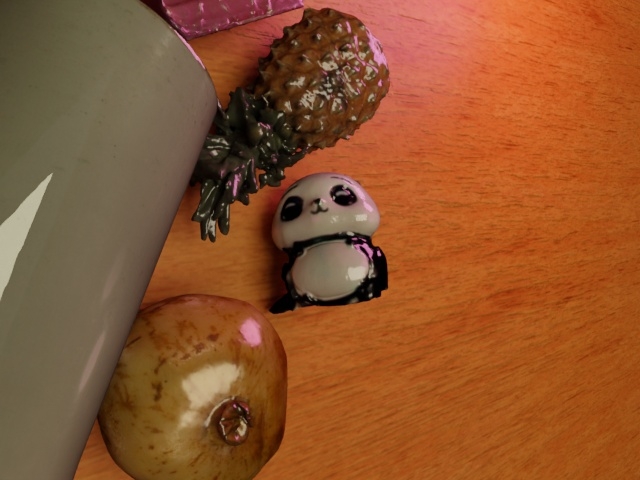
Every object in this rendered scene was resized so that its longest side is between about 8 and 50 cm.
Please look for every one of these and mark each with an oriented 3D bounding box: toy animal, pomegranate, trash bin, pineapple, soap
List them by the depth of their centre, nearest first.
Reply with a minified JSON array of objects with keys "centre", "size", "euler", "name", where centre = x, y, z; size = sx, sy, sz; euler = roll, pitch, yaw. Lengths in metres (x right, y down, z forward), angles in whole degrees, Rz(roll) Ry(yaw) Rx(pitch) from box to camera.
[{"centre":[-0.272,0.023,0.439],"size":[0.280,0.280,0.433],"euler":[33,67,-35],"name":"trash bin"},{"centre":[-0.126,0.161,0.600],"size":[0.215,0.215,0.216],"euler":[0,91,-40],"name":"pomegranate"},{"centre":[-0.116,-0.333,0.673],"size":[0.249,0.099,0.162],"euler":[-30,109,-35],"name":"soap"},{"centre":[-0.058,-0.142,0.701],"size":[0.340,0.169,0.169],"euler":[-49,119,-22],"name":"pineapple"},{"centre":[0.000,0.000,0.747],"size":[0.165,0.138,0.179],"euler":[-7,86,3],"name":"toy animal"}]
